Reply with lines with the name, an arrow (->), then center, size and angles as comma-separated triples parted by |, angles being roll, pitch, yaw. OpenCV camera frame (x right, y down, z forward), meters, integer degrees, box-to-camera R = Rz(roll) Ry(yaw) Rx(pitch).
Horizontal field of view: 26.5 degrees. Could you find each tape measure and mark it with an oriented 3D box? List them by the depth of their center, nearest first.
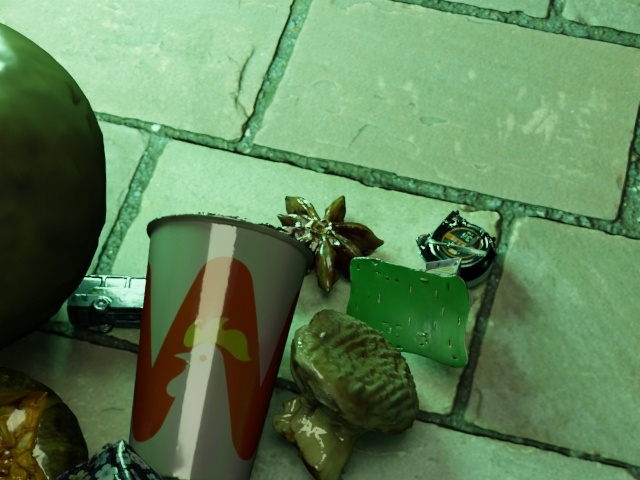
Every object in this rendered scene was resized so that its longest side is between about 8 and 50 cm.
tape measure -> 0.170, 0.014, 1.688 | 0.091, 0.054, 0.094 | -34, 54, -19

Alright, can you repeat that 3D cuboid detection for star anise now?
star anise -> -0.001, 0.000, 1.700 | 0.168, 0.057, 0.168 | -1, 56, 2

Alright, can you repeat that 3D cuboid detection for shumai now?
shumai -> 0.016, 0.180, 1.526 | 0.161, 0.209, 0.153 | 43, 107, 19

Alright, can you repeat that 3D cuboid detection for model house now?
model house -> 0.123, 0.075, 1.626 | 0.167, 0.117, 0.088 | 8, 16, 33

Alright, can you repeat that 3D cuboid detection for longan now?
longan -> -0.438, -0.059, 1.545 | 0.436, 0.404, 0.404 | 32, 61, 28

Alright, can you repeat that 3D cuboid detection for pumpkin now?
pumpkin -> -0.364, 0.251, 1.469 | 0.238, 0.159, 0.238 | 9, 61, -17

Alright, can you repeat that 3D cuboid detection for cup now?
cup -> -0.123, 0.135, 1.514 | 0.203, 0.203, 0.288 | 7, 72, 7

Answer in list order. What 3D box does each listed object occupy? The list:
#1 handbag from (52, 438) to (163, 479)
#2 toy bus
handbag -> -0.175, 0.338, 1.370 | 0.127, 0.208, 0.228 | -30, 40, -3
toy bus -> -0.223, 0.075, 1.658 | 0.166, 0.047, 0.065 | 2, 50, 1
